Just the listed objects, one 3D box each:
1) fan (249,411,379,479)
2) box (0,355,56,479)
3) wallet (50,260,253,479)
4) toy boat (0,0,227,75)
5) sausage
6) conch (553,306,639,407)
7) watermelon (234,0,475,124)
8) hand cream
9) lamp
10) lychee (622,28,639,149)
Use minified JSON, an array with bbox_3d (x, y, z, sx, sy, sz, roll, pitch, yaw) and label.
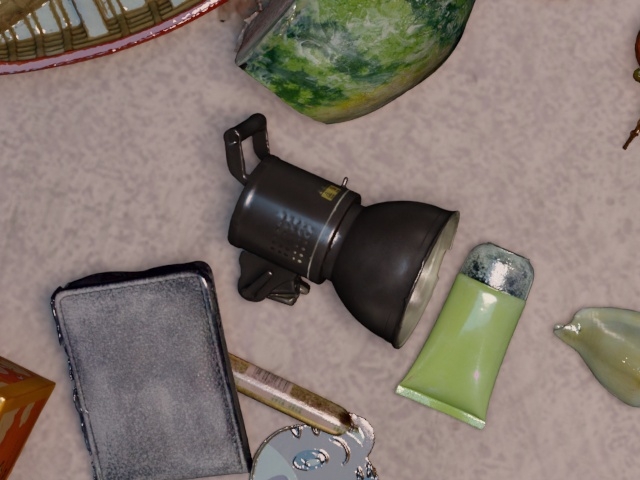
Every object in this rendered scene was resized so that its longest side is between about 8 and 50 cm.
[{"bbox_3d":[-0.045,0.262,1.468,0.227,0.008,0.152,-10,89,3],"label":"fan"},{"bbox_3d":[-0.450,0.192,1.390,0.283,0.214,0.259,27,88,2],"label":"box"},{"bbox_3d":[-0.164,0.133,1.437,0.167,0.036,0.222,-10,101,12],"label":"wallet"},{"bbox_3d":[-0.209,-0.250,1.445,0.392,0.079,0.136,-25,91,2],"label":"toy boat"},{"bbox_3d":[-0.083,0.133,1.456,0.269,0.033,0.033,25,91,5],"label":"sausage"},{"bbox_3d":[0.314,0.117,1.421,0.180,0.065,0.088,34,93,9],"label":"conch"},{"bbox_3d":[0.054,-0.257,1.384,0.180,0.224,0.305,42,98,28],"label":"watermelon"},{"bbox_3d":[0.151,0.089,1.442,0.095,0.046,0.175,23,97,2],"label":"hand cream"},{"bbox_3d":[0.000,0.000,1.416,0.227,0.147,0.172,23,114,11],"label":"lamp"},{"bbox_3d":[0.350,-0.164,1.402,0.101,0.114,0.140,16,70,33],"label":"lychee"}]
